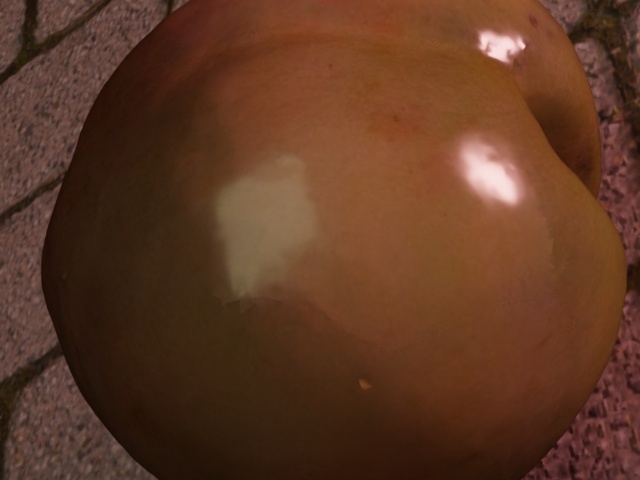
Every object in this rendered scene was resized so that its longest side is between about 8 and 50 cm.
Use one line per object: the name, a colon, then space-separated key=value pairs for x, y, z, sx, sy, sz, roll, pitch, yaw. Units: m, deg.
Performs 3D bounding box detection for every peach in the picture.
peach: x=0.000 y=-0.001 z=0.718 sx=0.292 sy=0.247 sz=0.292 roll=-8 pitch=64 yaw=17
